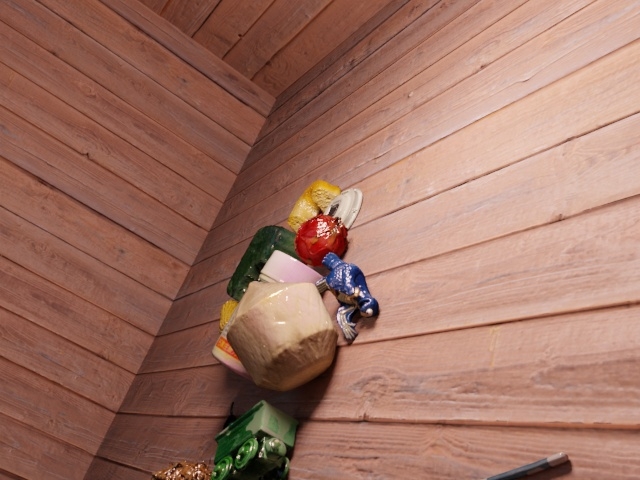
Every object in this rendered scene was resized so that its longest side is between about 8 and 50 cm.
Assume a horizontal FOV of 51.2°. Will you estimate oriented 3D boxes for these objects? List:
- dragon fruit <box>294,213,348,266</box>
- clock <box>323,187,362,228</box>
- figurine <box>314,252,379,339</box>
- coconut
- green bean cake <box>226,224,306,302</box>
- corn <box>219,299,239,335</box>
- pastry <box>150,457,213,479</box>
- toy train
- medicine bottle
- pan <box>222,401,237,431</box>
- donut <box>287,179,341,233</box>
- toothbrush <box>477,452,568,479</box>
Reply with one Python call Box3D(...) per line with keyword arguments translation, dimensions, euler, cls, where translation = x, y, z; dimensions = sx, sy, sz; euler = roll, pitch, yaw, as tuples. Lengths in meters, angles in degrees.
Box3D(translation=(0.000, 0.000, 2.171), dimensions=(0.209, 0.172, 0.172), euler=(-44, 22, 59), cls="dragon fruit")
Box3D(translation=(0.058, -0.092, 2.343), dimensions=(0.236, 0.053, 0.236), euler=(-45, 24, 26), cls="clock")
Box3D(translation=(0.089, 0.140, 1.861), dimensions=(0.262, 0.120, 0.164), euler=(55, 139, 45), cls="figurine")
Box3D(translation=(-0.114, 0.246, 1.857), dimensions=(0.329, 0.328, 0.329), euler=(-46, 23, 26), cls="coconut")
Box3D(translation=(-0.192, 0.108, 2.455), dimensions=(0.308, 0.169, 0.300), euler=(-61, 19, -8), cls="green bean cake")
Box3D(translation=(-0.301, 0.280, 2.324), dimensions=(0.106, 0.106, 0.293), euler=(-55, 12, 6), cls="corn")
Box3D(translation=(-0.383, 0.728, 1.839), dimensions=(0.193, 0.275, 0.275), euler=(30, 87, 52), cls="pastry")
Box3D(translation=(-0.181, 0.574, 1.779), dimensions=(0.266, 0.145, 0.202), euler=(-42, 22, 29), cls="toy train")
Box3D(translation=(-0.158, 0.242, 2.108), dimensions=(0.388, 0.219, 0.219), euler=(-59, 21, -8), cls="medicine bottle")
Box3D(translation=(-0.288, 0.581, 2.180), dimensions=(0.068, 0.023, 0.115), euler=(-40, 29, 40), cls="pan")
Box3D(translation=(-0.023, -0.146, 2.557), dimensions=(0.259, 0.101, 0.152), euler=(-48, 16, 34), cls="donut")
Box3D(translation=(0.300, 0.403, 1.124), dimensions=(0.275, 0.019, 0.025), euler=(-38, 33, 41), cls="toothbrush")
